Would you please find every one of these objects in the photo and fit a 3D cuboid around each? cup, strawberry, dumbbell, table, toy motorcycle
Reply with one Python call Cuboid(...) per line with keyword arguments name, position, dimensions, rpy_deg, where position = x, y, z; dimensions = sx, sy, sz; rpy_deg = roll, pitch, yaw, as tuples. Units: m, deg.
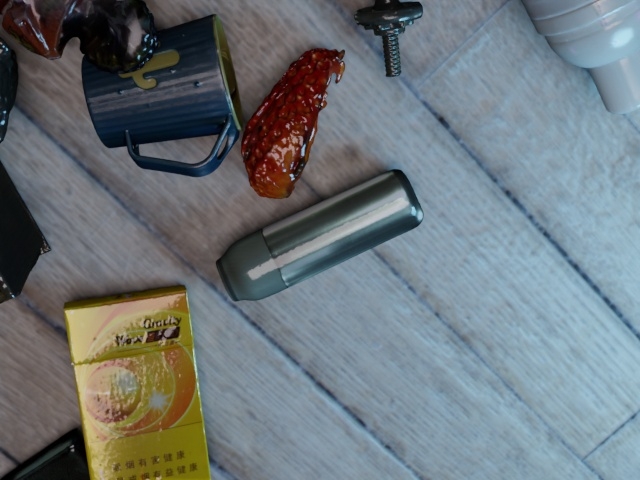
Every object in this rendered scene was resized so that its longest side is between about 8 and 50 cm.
Cuboid(name="cup", position=(-0.171, -0.151, 1.072), dimensions=(0.155, 0.131, 0.177), rpy_deg=(-10, 71, 3))
Cuboid(name="strawberry", position=(-0.037, -0.139, 1.120), dimensions=(0.082, 0.121, 0.188), rpy_deg=(19, 89, 1))
Cuboid(name="dumbbell", position=(0.070, -0.310, 1.083), dimensions=(0.081, 0.081, 0.254), rpy_deg=(-8, 108, -4))
Cuboid(name="table", position=(-0.424, 0.006, 1.068), dimensions=(0.169, 0.193, 0.173), rpy_deg=(-25, 108, 1))
Cuboid(name="toy motorcycle", position=(-0.297, -0.358, 0.981), dimensions=(0.207, 0.134, 0.401), rpy_deg=(-9, 101, 7))

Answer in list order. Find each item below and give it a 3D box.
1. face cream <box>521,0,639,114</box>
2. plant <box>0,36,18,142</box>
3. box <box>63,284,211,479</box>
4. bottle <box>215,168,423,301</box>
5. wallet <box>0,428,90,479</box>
Cuboid(name="face cream", position=(0.296, -0.289, 1.079), dimensions=(0.145, 0.145, 0.370), rpy_deg=(-30, 107, 3))
Cuboid(name="plant", position=(-0.388, -0.164, 1.017), dimensions=(0.132, 0.194, 0.129), rpy_deg=(3, 107, -6))
Cuboid(name="box", position=(-0.226, 0.197, 1.212), dimensions=(0.152, 0.043, 0.269), rpy_deg=(-8, 102, -14))
Cuboid(name="bottle", position=(0.000, 0.000, 1.178), dimensions=(0.253, 0.080, 0.096), rpy_deg=(-25, 147, 1))
Cuboid(name="wallet", position=(-0.294, 0.412, 1.290), dimensions=(0.172, 0.045, 0.318), rpy_deg=(-36, 107, 2))
